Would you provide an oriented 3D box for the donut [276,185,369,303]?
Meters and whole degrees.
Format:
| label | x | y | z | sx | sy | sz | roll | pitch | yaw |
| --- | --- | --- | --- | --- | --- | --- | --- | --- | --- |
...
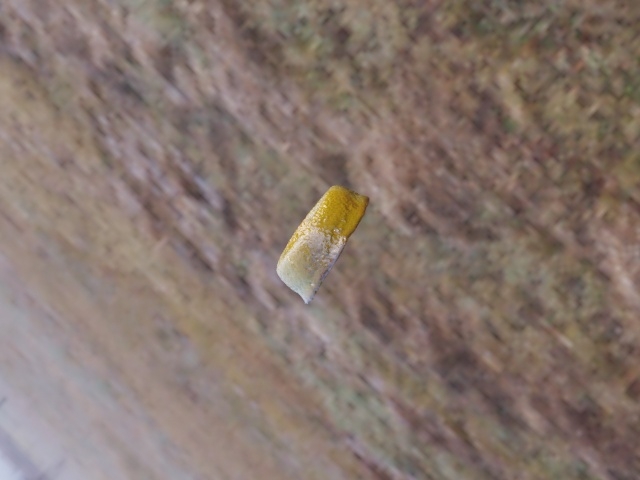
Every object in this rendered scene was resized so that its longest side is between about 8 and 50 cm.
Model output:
| label | x | y | z | sx | sy | sz | roll | pitch | yaw |
| --- | --- | --- | --- | --- | --- | --- | --- | --- | --- |
| donut | 0.000 | 0.000 | 1.834 | 0.058 | 0.152 | 0.152 | 33 | 170 | -5 |
